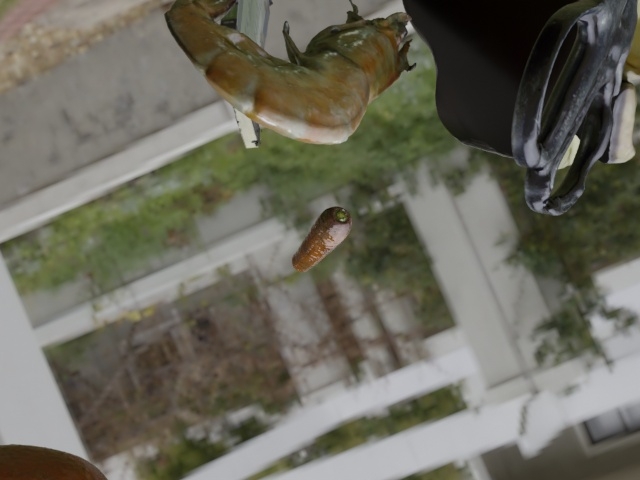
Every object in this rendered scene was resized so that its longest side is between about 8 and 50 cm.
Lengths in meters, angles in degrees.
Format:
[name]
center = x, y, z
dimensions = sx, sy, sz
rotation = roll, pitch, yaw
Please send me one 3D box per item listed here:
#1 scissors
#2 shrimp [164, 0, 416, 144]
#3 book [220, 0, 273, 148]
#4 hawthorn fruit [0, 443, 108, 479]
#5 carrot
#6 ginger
[scissors]
center = 0.175, -0.147, 0.797
dimensions = 0.022, 0.109, 0.300
rotation = 16, -118, 30
[shrimp]
center = -0.018, -0.156, 1.109
dimensions = 0.058, 0.169, 0.296
rotation = -54, 177, 29
[book]
center = -0.081, -0.235, 1.537
dimensions = 0.026, 0.231, 0.157
rotation = -3, 142, 8
[hawthorn fruit]
center = -0.308, 0.275, 1.298
dimensions = 0.251, 0.199, 0.199
rotation = 15, 163, -20
[carrot]
center = 0.000, 0.000, 1.317
dimensions = 0.032, 0.032, 0.093
rotation = -22, 164, -36
[ginger]
center = 0.272, -0.241, 1.422
dimensions = 0.211, 0.358, 0.413
rotation = -9, 173, -26
